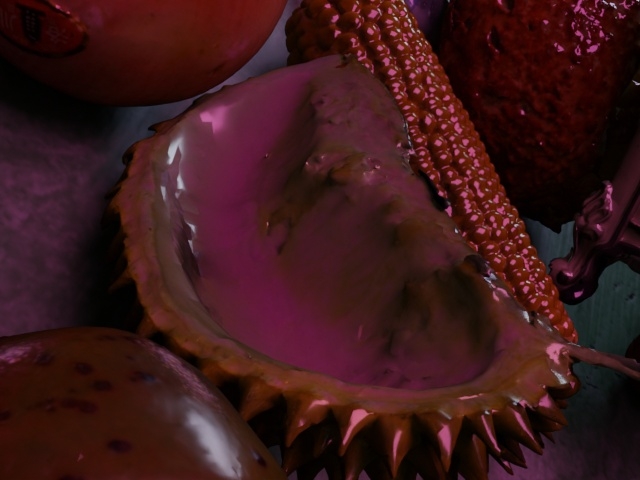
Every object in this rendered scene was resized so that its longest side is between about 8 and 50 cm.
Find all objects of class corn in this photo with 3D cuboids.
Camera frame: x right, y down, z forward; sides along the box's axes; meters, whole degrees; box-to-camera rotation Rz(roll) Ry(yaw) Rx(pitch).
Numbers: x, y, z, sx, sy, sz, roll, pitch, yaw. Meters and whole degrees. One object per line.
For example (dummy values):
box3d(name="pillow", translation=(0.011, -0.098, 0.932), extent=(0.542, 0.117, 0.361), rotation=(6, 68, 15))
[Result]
box3d(name="corn", translation=(0.062, -0.044, 0.795), extent=(0.101, 0.101, 0.310), rotation=(-15, 77, -49))

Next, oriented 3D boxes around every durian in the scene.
box3d(name="durian", translation=(-0.004, 0.009, 0.604), extent=(0.157, 0.169, 0.355), rotation=(34, 13, -37))

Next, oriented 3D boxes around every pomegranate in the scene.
box3d(name="pomegranate", translation=(-0.080, 0.129, 0.450), extent=(0.246, 0.198, 0.198), rotation=(9, 54, -44))

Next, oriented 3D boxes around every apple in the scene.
box3d(name="apple", translation=(-0.114, -0.176, 0.682), extent=(0.209, 0.164, 0.209), rotation=(24, 45, -26))

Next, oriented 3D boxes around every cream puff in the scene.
box3d(name="cream puff", translation=(0.184, -0.126, 0.896), extent=(0.164, 0.240, 0.240), rotation=(16, 29, 26))

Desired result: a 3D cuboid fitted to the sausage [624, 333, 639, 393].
box3d(name="sausage", translation=(0.294, 0.098, 0.940), extent=(0.141, 0.076, 0.076), rotation=(4, 57, -42))

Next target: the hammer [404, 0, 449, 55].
box3d(name="hammer", translation=(0.036, -0.208, 0.929), extent=(0.194, 0.069, 0.116), rotation=(59, 6, 32))

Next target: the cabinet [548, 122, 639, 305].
box3d(name="cabinet", translation=(0.357, -0.059, 0.818), extent=(0.227, 0.318, 0.290), rotation=(33, 18, 30))
